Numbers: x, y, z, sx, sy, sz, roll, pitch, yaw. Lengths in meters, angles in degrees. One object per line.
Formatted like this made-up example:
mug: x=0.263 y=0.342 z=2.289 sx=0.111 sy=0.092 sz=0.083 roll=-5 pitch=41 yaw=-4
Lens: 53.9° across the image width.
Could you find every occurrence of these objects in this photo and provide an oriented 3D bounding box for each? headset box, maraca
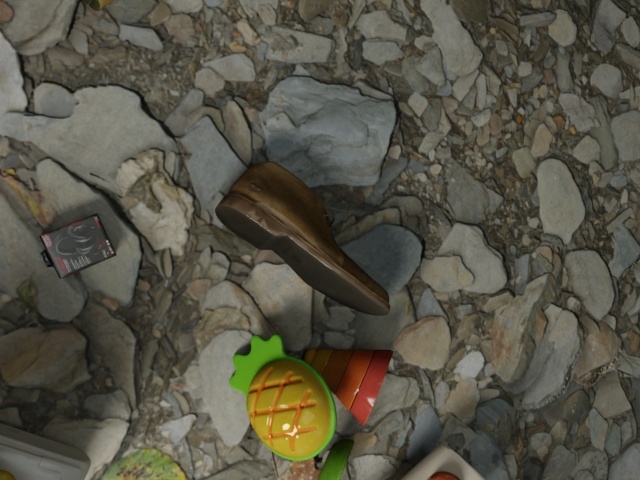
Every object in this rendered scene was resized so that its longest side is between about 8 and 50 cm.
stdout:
headset box: x=-0.319 y=0.009 z=0.819 sx=0.083 sy=0.032 sz=0.062 roll=-25 pitch=98 yaw=-25
maraca: x=-0.054 y=0.216 z=0.874 sx=0.127 sy=0.099 sz=0.185 roll=-45 pitch=66 yaw=8

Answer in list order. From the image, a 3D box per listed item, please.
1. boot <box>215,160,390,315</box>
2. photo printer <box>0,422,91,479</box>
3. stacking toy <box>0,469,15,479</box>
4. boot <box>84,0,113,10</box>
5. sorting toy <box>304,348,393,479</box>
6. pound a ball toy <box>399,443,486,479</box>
boot: x=0.000 y=0.000 z=0.934 sx=0.305 sy=0.112 sz=0.115 roll=39 pitch=62 yaw=-16
photo printer: x=-0.444 y=0.351 z=0.701 sx=0.256 sy=0.107 sz=0.307 roll=28 pitch=77 yaw=-21
stacking toy: x=-0.375 y=0.236 z=0.609 sx=0.175 sy=0.166 sz=0.301 roll=-18 pitch=84 yaw=-40
boot: x=-0.269 y=-0.471 z=0.843 sx=0.269 sy=0.089 sz=0.236 roll=-47 pitch=116 yaw=-20
sorting toy: x=-0.018 y=0.306 z=0.925 sx=0.126 sy=0.127 sz=0.365 roll=24 pitch=79 yaw=8
pound a ball toy: x=0.169 y=0.444 z=0.909 sx=0.319 sy=0.208 sz=0.135 roll=-33 pitch=138 yaw=-22
